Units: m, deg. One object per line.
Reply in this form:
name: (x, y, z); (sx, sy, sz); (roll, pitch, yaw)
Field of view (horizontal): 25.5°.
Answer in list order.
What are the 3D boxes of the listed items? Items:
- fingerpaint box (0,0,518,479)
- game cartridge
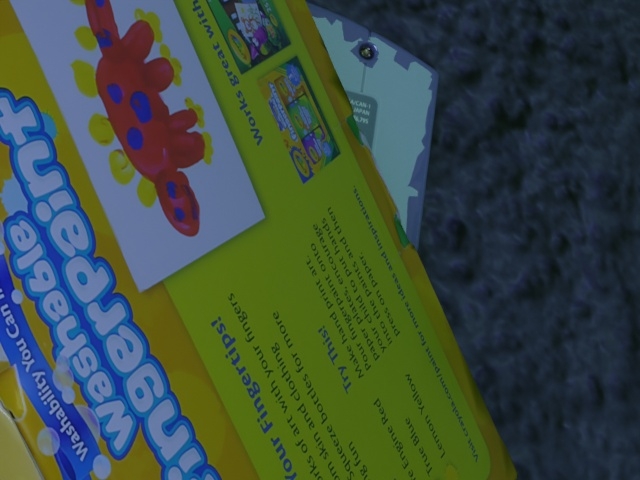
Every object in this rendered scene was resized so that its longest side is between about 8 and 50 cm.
fingerpaint box: (-0.101, 0.049, 0.779); (0.371, 0.163, 0.445); (-43, 111, -55)
game cartridge: (-0.063, -0.085, 1.014); (0.297, 0.062, 0.198); (13, 72, -18)
